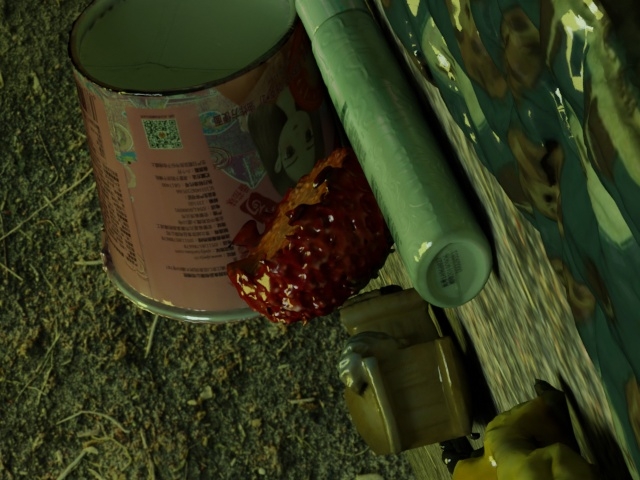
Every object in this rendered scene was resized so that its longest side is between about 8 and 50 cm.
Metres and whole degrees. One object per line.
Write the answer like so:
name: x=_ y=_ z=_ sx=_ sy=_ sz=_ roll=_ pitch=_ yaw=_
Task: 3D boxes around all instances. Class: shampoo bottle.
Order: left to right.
shampoo bottle: x=0.033 y=-0.058 z=0.769 sx=0.069 sy=0.041 sz=0.190 roll=61 pitch=-175 yaw=-57

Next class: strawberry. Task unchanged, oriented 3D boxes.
strawberry: x=0.000 y=0.000 z=1.079 sx=0.086 sy=0.145 sz=0.145 roll=50 pitch=180 yaw=-7

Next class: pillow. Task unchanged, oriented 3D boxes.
pillow: x=0.064 y=-0.032 z=0.410 sx=0.189 sy=0.034 sz=0.255 roll=68 pitch=178 yaw=-62

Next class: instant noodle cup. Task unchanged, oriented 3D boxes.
instant noodle cup: x=-0.094 y=-0.092 z=1.284 sx=0.243 sy=0.243 sz=0.231 roll=-114 pitch=9 yaw=-48

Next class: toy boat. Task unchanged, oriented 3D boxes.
toy boat: x=0.058 y=0.095 z=1.125 sx=0.321 sy=0.089 sz=0.121 roll=71 pitch=-178 yaw=-83

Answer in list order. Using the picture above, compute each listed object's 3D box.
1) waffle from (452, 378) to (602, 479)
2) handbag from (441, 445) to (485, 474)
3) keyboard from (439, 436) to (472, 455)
waffle: x=0.148 y=0.269 z=0.630 sx=0.382 sy=0.095 sz=0.379 roll=-111 pitch=-2 yaw=-67
handbag: x=0.119 y=0.188 z=1.005 sx=0.072 sy=0.047 sz=0.111 roll=-142 pitch=33 yaw=-88
keyboard: x=0.120 y=0.188 z=1.387 sx=0.231 sy=0.023 sz=0.072 roll=-117 pitch=3 yaw=-70
